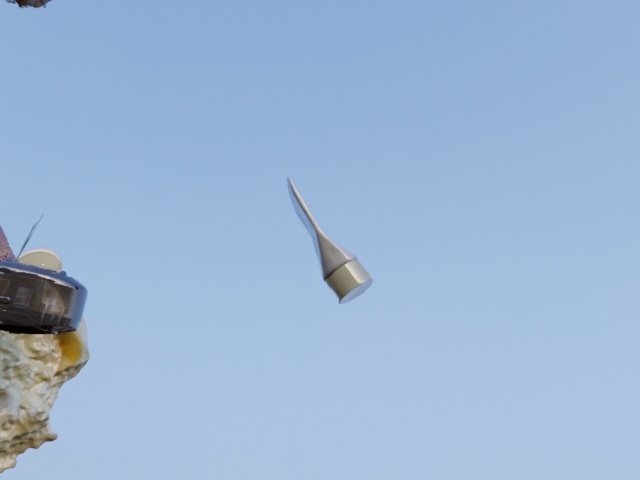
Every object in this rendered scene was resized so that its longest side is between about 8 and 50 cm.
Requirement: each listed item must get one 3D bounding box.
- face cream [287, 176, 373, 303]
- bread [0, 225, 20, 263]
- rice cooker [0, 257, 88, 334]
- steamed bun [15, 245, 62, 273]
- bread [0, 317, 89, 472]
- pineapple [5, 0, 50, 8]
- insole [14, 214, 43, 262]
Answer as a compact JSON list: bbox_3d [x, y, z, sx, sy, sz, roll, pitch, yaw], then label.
[{"bbox_3d":[0.000,0.000,0.916,0.070,0.224,0.114,-31,-19,-10],"label":"face cream"},{"bbox_3d":[-0.769,0.053,1.259,0.077,0.271,0.139,-33,-5,-2],"label":"bread"},{"bbox_3d":[-0.435,0.088,0.788,0.165,0.106,0.112,18,-18,-6],"label":"rice cooker"},{"bbox_3d":[-0.934,0.131,1.691,0.155,0.250,0.200,30,-10,-26],"label":"steamed bun"},{"bbox_3d":[-0.624,0.249,0.935,0.245,0.424,0.329,0,-51,40],"label":"bread"},{"bbox_3d":[-0.503,-0.427,0.749,0.277,0.119,0.130,29,-4,5],"label":"pineapple"},{"bbox_3d":[-0.599,-0.006,1.091,0.007,0.109,0.322,31,-12,-26],"label":"insole"}]
